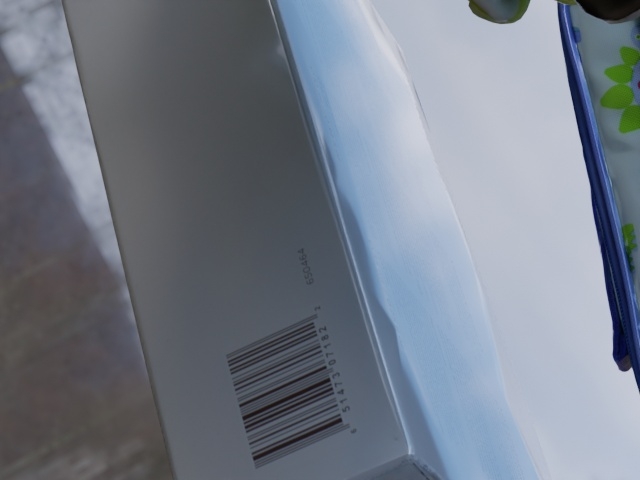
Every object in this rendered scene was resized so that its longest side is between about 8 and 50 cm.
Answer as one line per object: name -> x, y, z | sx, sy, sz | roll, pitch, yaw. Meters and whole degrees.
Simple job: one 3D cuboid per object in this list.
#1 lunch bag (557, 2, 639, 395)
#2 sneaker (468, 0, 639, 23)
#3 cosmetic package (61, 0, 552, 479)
lunch bag -> 0.185, -0.024, 0.731 | 0.090, 0.176, 0.219 | 35, 45, -67
sneaker -> 0.045, -0.140, 0.611 | 0.384, 0.145, 0.147 | -94, 171, -81
cosmetic package -> 0.000, 0.000, 0.872 | 0.284, 0.097, 0.377 | 47, 22, -54
